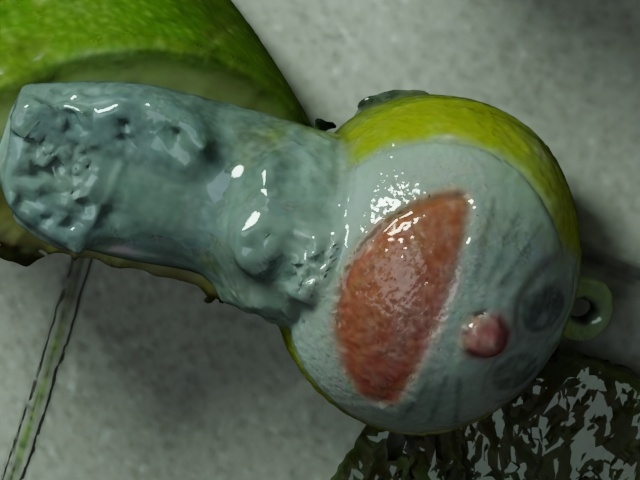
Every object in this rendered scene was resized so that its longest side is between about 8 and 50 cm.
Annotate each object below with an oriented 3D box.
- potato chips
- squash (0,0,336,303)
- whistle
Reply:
[{"bbox_3d":[0.091,0.148,0.735,0.220,0.029,0.202,36,110,19],"label":"potato chips"},{"bbox_3d":[-0.118,-0.104,0.804,0.111,0.203,0.289,-62,35,20],"label":"squash"},{"bbox_3d":[0.000,0.000,0.677,0.223,0.123,0.123,16,108,-16],"label":"whistle"}]
